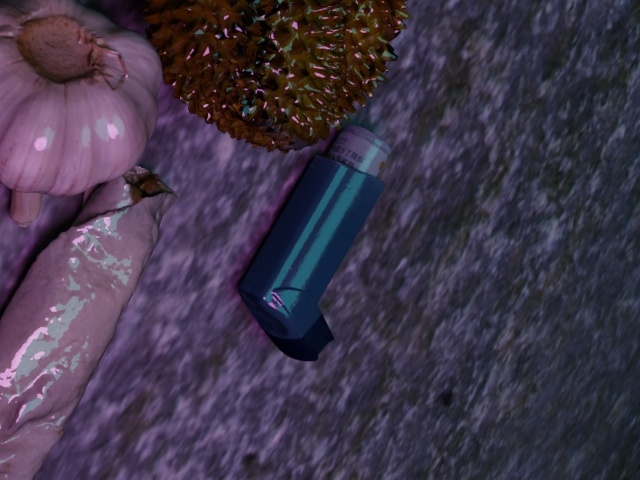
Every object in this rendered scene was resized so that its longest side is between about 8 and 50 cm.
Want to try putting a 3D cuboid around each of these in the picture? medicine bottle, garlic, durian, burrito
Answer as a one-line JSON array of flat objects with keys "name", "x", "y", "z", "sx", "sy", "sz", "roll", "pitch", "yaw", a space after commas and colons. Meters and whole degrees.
[{"name": "medicine bottle", "x": 0.000, "y": 0.000, "z": 1.542, "sx": 0.124, "sy": 0.079, "sz": 0.258, "roll": 36, "pitch": 79, "yaw": -44}, {"name": "garlic", "x": -0.245, "y": -0.098, "z": 1.218, "sx": 0.199, "sy": 0.199, "sz": 0.226, "roll": -28, "pitch": 158, "yaw": -36}, {"name": "durian", "x": -0.050, "y": -0.229, "z": 1.264, "sx": 0.258, "sy": 0.258, "sz": 0.293, "roll": -35, "pitch": 141, "yaw": -32}, {"name": "burrito", "x": -0.259, "y": 0.097, "z": 1.317, "sx": 0.117, "sy": 0.076, "sz": 0.392, "roll": 37, "pitch": 77, "yaw": -41}]
